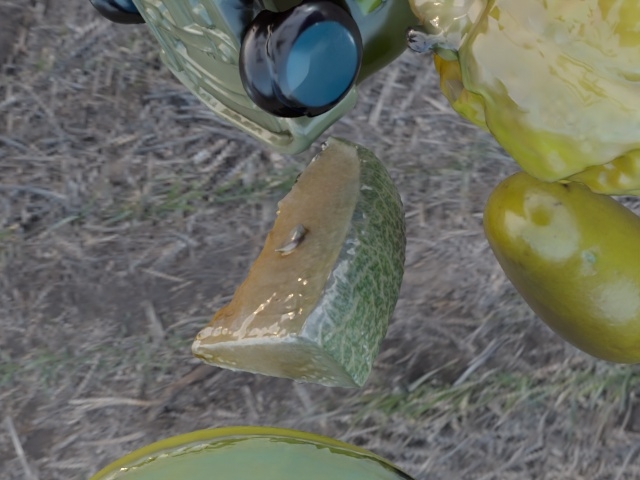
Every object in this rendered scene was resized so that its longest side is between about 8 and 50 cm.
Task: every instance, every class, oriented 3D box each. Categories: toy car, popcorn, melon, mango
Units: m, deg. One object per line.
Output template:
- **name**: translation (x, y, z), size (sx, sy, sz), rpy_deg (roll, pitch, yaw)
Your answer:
- **toy car**: translation (-0.024, -0.189, 0.630), size (0.198, 0.248, 0.204), rpy_deg (-42, 42, -14)
- **popcorn**: translation (0.106, -0.094, 0.464), size (0.152, 0.148, 0.167), rpy_deg (-6, 66, -26)
- **melon**: translation (0.006, 0.002, 0.715), size (0.098, 0.054, 0.182), rpy_deg (2, 49, 35)
- **mango**: translation (0.138, 0.011, 0.655), size (0.076, 0.161, 0.103), rpy_deg (-51, 48, 2)

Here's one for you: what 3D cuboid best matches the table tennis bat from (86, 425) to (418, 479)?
- **table tennis bat**: translation (-0.098, 0.179, 0.598), size (0.369, 0.054, 0.224), rpy_deg (11, 108, -9)
